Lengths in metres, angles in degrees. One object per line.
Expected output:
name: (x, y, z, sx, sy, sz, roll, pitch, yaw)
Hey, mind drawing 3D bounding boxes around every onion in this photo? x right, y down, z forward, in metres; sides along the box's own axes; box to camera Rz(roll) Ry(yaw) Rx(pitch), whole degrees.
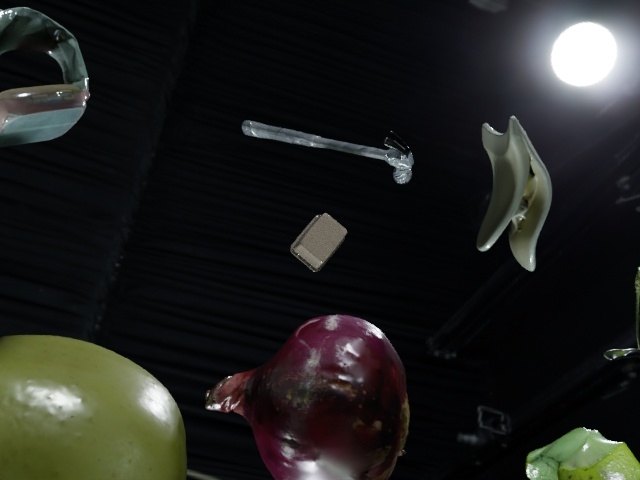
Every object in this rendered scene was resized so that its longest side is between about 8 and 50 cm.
onion: (-0.030, 0.301, 1.196, 0.348, 0.385, 0.347, 6, 90, -80)

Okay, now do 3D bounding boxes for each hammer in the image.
hammer: (0.009, -0.223, 1.539, 0.152, 0.427, 0.044, 68, 38, -59)

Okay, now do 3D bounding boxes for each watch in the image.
watch: (-0.573, -0.326, 1.258, 0.162, 0.253, 0.241, -24, -91, 40)

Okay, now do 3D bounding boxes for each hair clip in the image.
hair clip: (0.370, -0.085, 1.249, 0.172, 0.113, 0.282, -135, -130, -84)

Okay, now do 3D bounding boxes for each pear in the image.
pear: (0.534, 0.522, 1.259, 0.282, 0.176, 0.286, 97, -26, -85)

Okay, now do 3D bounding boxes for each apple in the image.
apple: (-0.453, 0.371, 1.045, 0.473, 0.474, 0.473, -164, -90, -77)

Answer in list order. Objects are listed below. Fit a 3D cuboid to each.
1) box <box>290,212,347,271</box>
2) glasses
box: (0.000, 0.000, 1.506, 0.122, 0.089, 0.062, -51, -176, -22)
glasses: (0.543, 0.156, 0.983, 0.207, 0.239, 0.102, -58, -175, -2)
